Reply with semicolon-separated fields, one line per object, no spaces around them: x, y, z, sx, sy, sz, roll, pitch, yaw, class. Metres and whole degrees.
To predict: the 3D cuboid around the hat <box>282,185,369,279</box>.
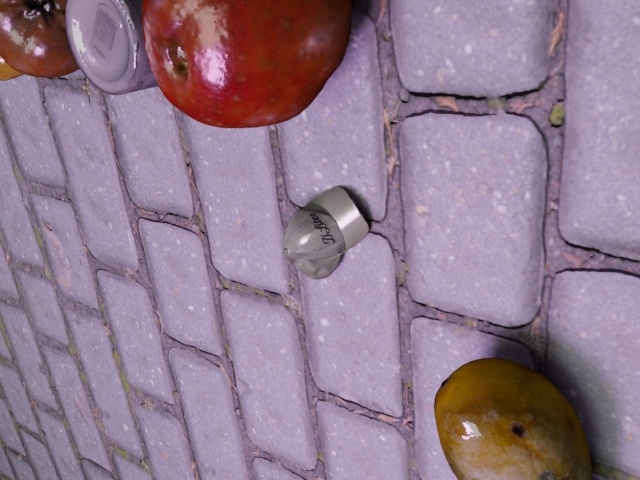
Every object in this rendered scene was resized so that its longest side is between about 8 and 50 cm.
0.006;-0.004;0.984;0.166;0.081;0.122;-30;95;35;hat

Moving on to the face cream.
-0.295;-0.333;0.992;0.177;0.153;0.177;18;123;30;face cream

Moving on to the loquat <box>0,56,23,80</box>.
-0.654;-0.401;1.281;0.137;0.113;0.137;6;98;50;loquat

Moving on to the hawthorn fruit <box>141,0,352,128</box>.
-0.087;-0.274;0.791;0.284;0.284;0.284;19;124;31;hawthorn fruit

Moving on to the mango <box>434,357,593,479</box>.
0.282;0.304;0.870;0.176;0.175;0.330;20;147;57;mango

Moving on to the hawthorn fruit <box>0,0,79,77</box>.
-0.522;-0.384;1.141;0.200;0.199;0.251;61;148;-4;hawthorn fruit
